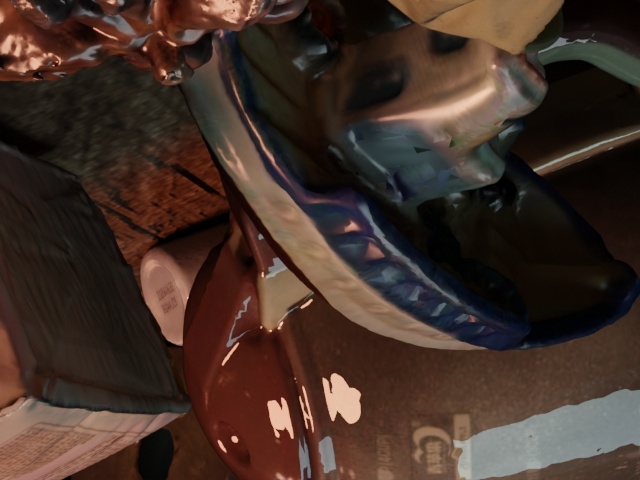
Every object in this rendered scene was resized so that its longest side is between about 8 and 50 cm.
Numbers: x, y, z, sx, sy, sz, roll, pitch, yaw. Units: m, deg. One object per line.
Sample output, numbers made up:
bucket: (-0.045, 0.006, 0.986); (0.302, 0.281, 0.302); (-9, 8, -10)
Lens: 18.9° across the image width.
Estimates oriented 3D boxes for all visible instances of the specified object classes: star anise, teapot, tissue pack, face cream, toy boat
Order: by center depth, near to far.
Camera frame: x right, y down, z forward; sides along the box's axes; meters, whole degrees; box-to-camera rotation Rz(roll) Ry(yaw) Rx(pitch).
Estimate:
star anise: (-0.042, -0.073, 0.538); (0.124, 0.056, 0.129); (-9, 177, -39)
tissue pack: (-0.188, 0.057, 0.697); (0.225, 0.124, 0.185); (-26, 171, 7)
toy boat: (0.048, -0.029, 0.714); (0.115, 0.114, 0.262); (-13, 149, 24)
teapot: (0.084, 0.002, 0.918); (0.312, 0.233, 0.315); (-17, 140, -13)
face cream: (0.000, 0.000, 1.070); (0.198, 0.057, 0.084); (-20, 177, -24)

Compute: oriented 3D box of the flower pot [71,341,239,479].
flower pot: (-0.066, 0.164, 1.371); (0.269, 0.269, 0.166); (-30, 148, 27)

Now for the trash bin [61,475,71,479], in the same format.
trash bin: (-0.293, 0.288, 1.474); (0.301, 0.203, 0.252); (-28, 134, 13)

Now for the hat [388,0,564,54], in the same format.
hat: (0.058, -0.119, 0.574); (0.166, 0.081, 0.122); (-39, 148, -69)
